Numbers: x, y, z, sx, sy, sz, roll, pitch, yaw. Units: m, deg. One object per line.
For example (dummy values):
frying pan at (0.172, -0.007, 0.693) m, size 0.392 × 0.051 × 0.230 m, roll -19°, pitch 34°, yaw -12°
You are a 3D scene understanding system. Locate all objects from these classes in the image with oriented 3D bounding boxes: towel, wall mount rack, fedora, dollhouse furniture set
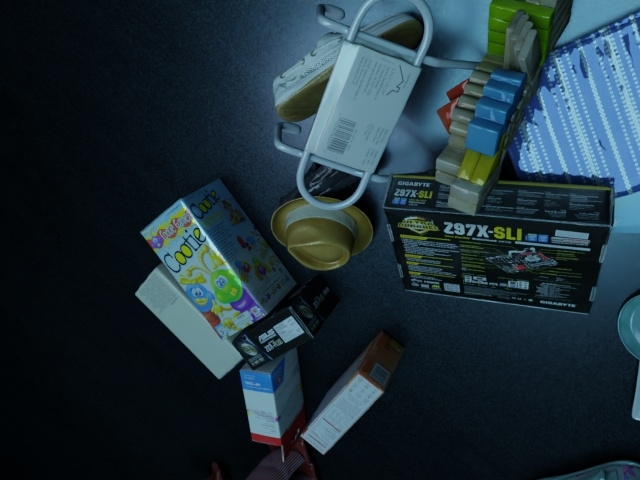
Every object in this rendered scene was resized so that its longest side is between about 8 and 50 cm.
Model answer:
towel at (0.438, -0.190, 0.873) m, size 0.336 × 0.040 × 0.243 m, roll -20°, pitch 92°, yaw 28°
wall mount rack at (0.103, -0.205, 0.928) m, size 0.304 × 0.130 × 0.350 m, roll 17°, pitch 122°, yaw -12°
fedora at (0.000, 0.000, 1.121) m, size 0.194 × 0.079 × 0.194 m, roll 4°, pitch 141°, yaw 3°
dollhouse furniture set at (-0.214, 0.590, 1.458) m, size 0.374 × 0.201 × 0.152 m, roll -8°, pitch 109°, yaw 34°

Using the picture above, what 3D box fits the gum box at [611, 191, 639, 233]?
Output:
gum box at (0.446, -0.091, 0.941) m, size 0.184 × 0.041 × 0.157 m, roll 2°, pitch 112°, yaw 25°

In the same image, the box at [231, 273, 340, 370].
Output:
box at (-0.070, 0.166, 1.226) m, size 0.180 × 0.147 × 0.077 m, roll -34°, pitch 96°, yaw 33°

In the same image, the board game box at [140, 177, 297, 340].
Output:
board game box at (-0.205, 0.038, 1.232) m, size 0.142 × 0.144 × 0.275 m, roll -32°, pitch 96°, yaw 32°

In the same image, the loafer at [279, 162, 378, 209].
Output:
loafer at (0.008, -0.116, 1.115) m, size 0.223 × 0.076 × 0.078 m, roll -26°, pitch 81°, yaw 35°

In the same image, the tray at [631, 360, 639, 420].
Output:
tray at (0.675, 0.258, 1.000) m, size 0.270 × 0.030 × 0.145 m, roll 5°, pitch 113°, yaw 22°

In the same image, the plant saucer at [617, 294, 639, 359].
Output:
plant saucer at (0.552, 0.144, 0.986) m, size 0.119 × 0.021 × 0.119 m, roll 10°, pitch 103°, yaw 50°

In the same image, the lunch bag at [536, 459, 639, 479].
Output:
lunch bag at (0.534, 0.541, 1.143) m, size 0.279 × 0.108 × 0.224 m, roll -31°, pitch 92°, yaw 30°

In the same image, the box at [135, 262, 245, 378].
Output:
box at (-0.272, 0.167, 1.349) m, size 0.275 × 0.094 × 0.113 m, roll 46°, pitch 123°, yaw -1°

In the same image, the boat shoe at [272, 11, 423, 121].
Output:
boat shoe at (0.032, -0.308, 1.002) m, size 0.277 × 0.098 × 0.096 m, roll -27°, pitch 65°, yaw 18°

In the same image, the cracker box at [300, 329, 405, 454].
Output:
cracker box at (0.066, 0.309, 1.223) m, size 0.067 × 0.156 × 0.232 m, roll 38°, pitch 123°, yaw 4°

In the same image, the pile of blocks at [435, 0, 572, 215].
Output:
pile of blocks at (0.232, -0.223, 0.834) m, size 0.113 × 0.149 × 0.362 m, roll 23°, pitch 90°, yaw 25°

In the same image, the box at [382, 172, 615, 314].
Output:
box at (0.279, 0.008, 0.966) m, size 0.322 × 0.079 × 0.257 m, roll 6°, pitch 146°, yaw 21°

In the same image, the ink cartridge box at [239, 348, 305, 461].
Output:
ink cartridge box at (-0.099, 0.352, 1.329) m, size 0.078 × 0.134 × 0.231 m, roll 3°, pitch 113°, yaw 22°
